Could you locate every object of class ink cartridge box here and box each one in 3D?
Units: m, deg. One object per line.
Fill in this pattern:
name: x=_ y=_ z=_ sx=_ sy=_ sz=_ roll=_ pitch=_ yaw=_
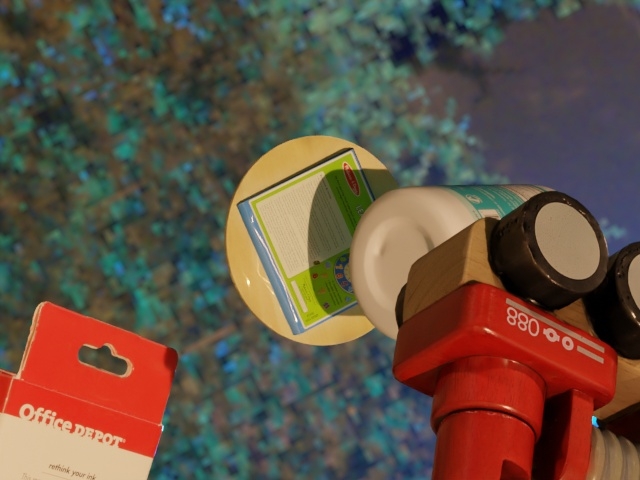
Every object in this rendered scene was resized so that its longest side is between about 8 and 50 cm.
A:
ink cartridge box: x=-0.187 y=0.158 z=1.147 sx=0.078 sy=0.231 sz=0.134 roll=10 pitch=-11 yaw=41

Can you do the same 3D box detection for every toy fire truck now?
toy fire truck: x=0.146 y=0.121 z=0.918 sx=0.217 sy=0.158 sz=0.246 roll=27 pitch=54 yaw=-22

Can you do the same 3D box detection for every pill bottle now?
pill bottle: x=0.162 y=0.019 z=1.746 sx=0.264 sy=0.146 sz=0.146 roll=-2 pitch=55 yaw=-47

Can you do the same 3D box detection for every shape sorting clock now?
shape sorting clock: x=0.000 y=0.000 z=1.796 sx=0.206 sy=0.206 sz=0.040 roll=63 pitch=-21 yaw=-10
